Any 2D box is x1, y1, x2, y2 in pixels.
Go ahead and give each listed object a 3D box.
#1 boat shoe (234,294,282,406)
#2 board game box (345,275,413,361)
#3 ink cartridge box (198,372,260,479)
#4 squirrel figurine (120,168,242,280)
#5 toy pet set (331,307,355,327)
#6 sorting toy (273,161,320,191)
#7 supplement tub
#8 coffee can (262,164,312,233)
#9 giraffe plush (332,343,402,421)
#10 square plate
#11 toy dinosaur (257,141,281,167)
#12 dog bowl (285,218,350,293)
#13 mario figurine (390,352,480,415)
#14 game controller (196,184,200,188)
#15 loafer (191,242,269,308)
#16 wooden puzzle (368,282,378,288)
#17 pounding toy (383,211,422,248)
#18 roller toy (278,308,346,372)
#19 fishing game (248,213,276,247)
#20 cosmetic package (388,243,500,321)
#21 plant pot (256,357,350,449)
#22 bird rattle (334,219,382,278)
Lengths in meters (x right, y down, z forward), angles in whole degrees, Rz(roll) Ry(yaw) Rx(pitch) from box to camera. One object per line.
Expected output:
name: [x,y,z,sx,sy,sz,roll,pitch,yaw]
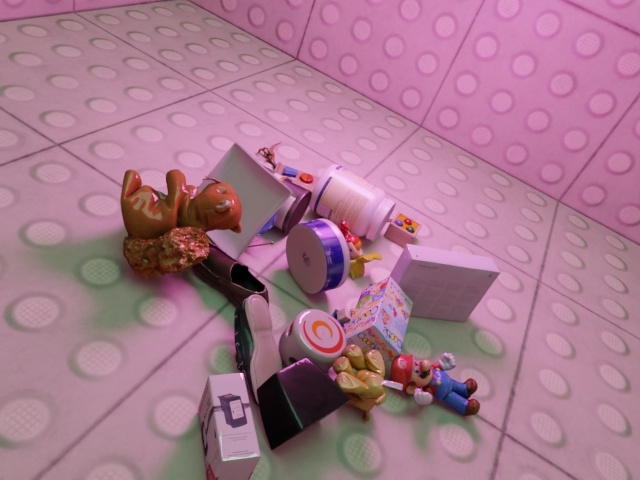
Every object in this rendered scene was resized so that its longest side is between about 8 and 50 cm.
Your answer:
boat shoe: [-0.206,0.341,1.573,0.127,0.113,0.339,9,61,-52]
board game box: [0.204,0.279,1.805,0.144,0.142,0.275,49,34,-13]
ink cartridge box: [-0.240,0.486,1.331,0.100,0.171,0.237,3,41,-25]
squirrel figurine: [-0.452,-0.044,1.740,0.371,0.281,0.396,-1,58,1]
toy pet set: [0.094,0.298,1.850,0.114,0.065,0.122,42,27,-37]
sorting toy: [-0.121,-0.244,2.381,0.229,0.041,0.307,22,39,-6]
supplement tub: [0.139,-0.161,2.267,0.325,0.235,0.235,32,38,10]
coffee can: [-0.203,-0.180,2.138,0.275,0.201,0.201,30,37,8]
giraffe plush: [0.128,0.445,1.581,0.210,0.170,0.181,28,47,14]
square plate: [-0.318,-0.147,1.984,0.344,0.347,0.049,42,6,23]
toy dinosaur: [-0.245,-0.425,2.546,0.112,0.064,0.211,28,40,-35]
dog bowl: [-0.014,0.058,1.896,0.104,0.264,0.265,-13,50,-35]
mario figurine: [0.381,0.453,1.695,0.321,0.170,0.198,24,2,-11]
game controller: [-0.398,-0.258,2.210,0.167,0.067,0.319,10,32,21]
loafer: [-0.303,0.108,1.794,0.366,0.130,0.134,37,39,17]
wooden puzzle: [0.227,0.190,2.075,0.083,0.006,0.049,-2,44,-30]
pounding toy: [0.357,-0.082,2.403,0.206,0.094,0.181,31,38,9]
roller toy: [-0.029,0.328,1.656,0.191,0.146,0.209,1,51,-38]
fishing game: [-0.266,-0.101,2.005,0.189,0.041,0.263,-4,76,9]
cosmetic package: [0.447,0.170,1.987,0.378,0.284,0.097,9,40,-19]
plant pot: [-0.068,0.439,1.438,0.188,0.187,0.167,-19,68,-41]
bird rattle: [0.112,0.023,2.095,0.253,0.143,0.207,46,10,-8]
